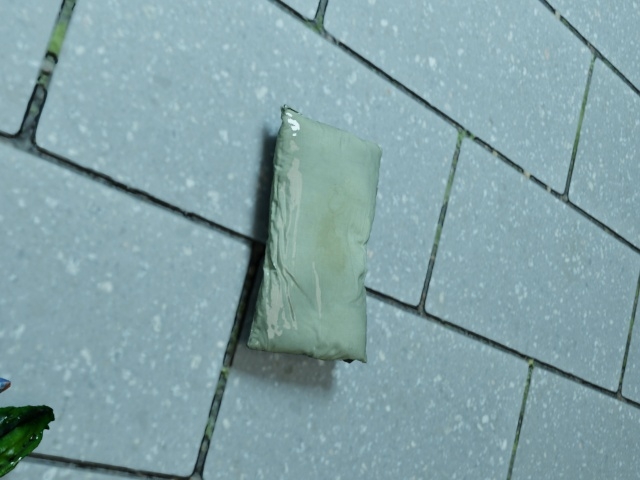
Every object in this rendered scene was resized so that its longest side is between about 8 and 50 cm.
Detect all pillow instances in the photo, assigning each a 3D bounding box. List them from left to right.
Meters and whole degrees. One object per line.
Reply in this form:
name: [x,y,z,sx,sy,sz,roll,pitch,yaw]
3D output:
pillow: [0.000,0.000,0.868,0.148,0.050,0.229,13,80,-49]

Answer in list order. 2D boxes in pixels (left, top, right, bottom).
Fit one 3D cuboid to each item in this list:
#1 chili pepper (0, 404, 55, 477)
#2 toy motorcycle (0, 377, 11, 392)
chili pepper: [-0.264,0.237,0.606,0.122,0.065,0.278,27,69,-38]
toy motorcycle: [-0.279,0.089,0.549,0.114,0.076,0.205,65,25,-5]
